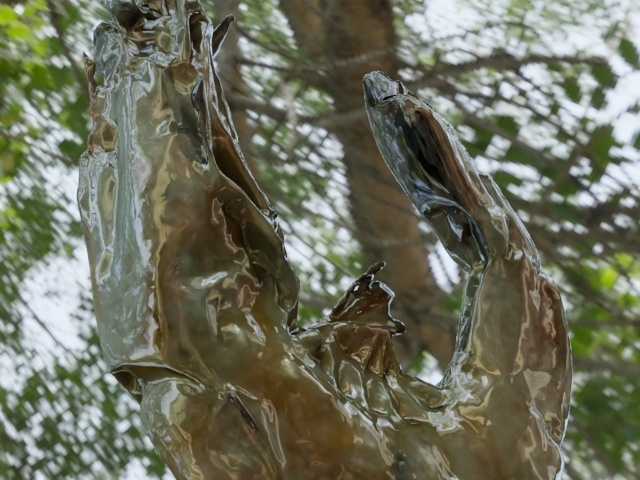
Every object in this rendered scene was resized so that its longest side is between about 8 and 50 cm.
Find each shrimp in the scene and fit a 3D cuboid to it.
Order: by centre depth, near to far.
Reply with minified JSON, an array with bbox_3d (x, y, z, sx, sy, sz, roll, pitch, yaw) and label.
[{"bbox_3d":[0.000,0.000,0.771,0.247,0.085,0.360,-15,-106,-37],"label":"shrimp"}]
